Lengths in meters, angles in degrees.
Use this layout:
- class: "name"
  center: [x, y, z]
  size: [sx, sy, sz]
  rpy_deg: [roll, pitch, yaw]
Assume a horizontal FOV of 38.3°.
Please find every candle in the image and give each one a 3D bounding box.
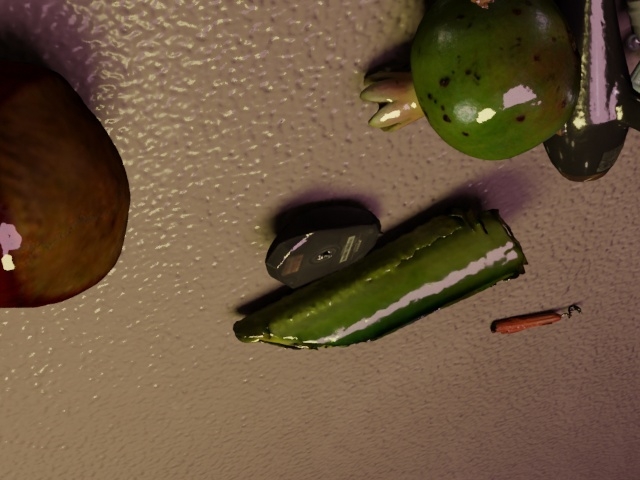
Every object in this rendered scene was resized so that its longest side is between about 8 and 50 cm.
- class: "candle"
  center: [0.350, 0.129, 1.492]
  size: [0.167, 0.021, 0.026]
  rpy_deg: [-8, 118, -21]

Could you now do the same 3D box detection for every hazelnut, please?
- class: "hazelnut"
  center: [-0.277, -0.041, 0.801]
  size: [0.229, 0.229, 0.229]
  rpy_deg: [-16, 140, -14]

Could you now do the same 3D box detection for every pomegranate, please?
- class: "pomegranate"
  center: [0.150, -0.166, 0.940]
  size: [0.225, 0.187, 0.187]
  rpy_deg: [-15, 150, 31]

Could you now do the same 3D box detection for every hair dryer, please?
- class: "hair dryer"
  center: [0.379, -0.152, 0.953]
  size: [0.120, 0.359, 0.304]
  rpy_deg: [-38, 139, -30]

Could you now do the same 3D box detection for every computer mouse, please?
- class: "computer mouse"
  center: [0.000, 0.000, 1.117]
  size: [0.172, 0.057, 0.099]
  rpy_deg: [-15, 140, -34]

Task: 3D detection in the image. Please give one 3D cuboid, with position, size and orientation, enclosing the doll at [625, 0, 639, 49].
- class: "doll"
  center: [0.398, -0.286, 1.014]
  size: [0.094, 0.079, 0.180]
  rpy_deg: [31, 107, -16]

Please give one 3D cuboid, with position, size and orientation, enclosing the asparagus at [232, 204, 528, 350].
- class: "asparagus"
  center: [0.078, 0.069, 1.200]
  size: [0.381, 0.108, 0.128]
  rpy_deg: [-26, 143, 1]

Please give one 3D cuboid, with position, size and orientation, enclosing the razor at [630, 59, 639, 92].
- class: "razor"
  center: [0.472, -0.206, 1.168]
  size: [0.278, 0.056, 0.111]
  rpy_deg: [14, 111, -49]

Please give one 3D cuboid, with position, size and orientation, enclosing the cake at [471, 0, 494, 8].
- class: "cake"
  center: [0.061, -0.318, 0.753]
  size: [0.116, 0.113, 0.295]
  rpy_deg: [-49, 137, 12]
